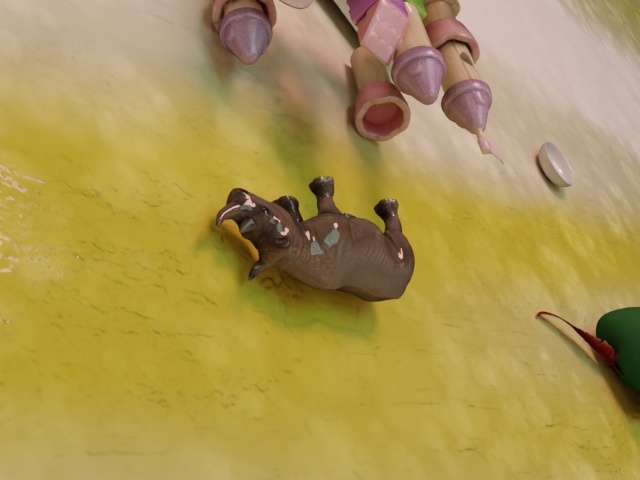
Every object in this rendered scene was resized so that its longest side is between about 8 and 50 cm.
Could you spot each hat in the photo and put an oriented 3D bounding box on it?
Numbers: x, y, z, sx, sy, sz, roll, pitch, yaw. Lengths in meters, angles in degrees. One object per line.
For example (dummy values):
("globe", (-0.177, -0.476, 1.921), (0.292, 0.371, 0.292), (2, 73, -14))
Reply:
("hat", (0.397, 0.138, 1.277), (0.173, 0.183, 0.209), (-66, 159, -46))

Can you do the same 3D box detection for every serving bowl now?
("serving bowl", (0.384, -0.121, 1.478), (0.083, 0.027, 0.083), (33, 40, -33))

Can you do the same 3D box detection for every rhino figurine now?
("rhino figurine", (0.000, 0.000, 0.810), (0.243, 0.073, 0.106), (12, 51, -47))

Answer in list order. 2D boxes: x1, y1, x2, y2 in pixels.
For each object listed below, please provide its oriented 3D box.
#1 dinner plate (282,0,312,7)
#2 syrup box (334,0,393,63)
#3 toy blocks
("dinner plate", (-0.054, -0.345, 1.088), (0.141, 0.017, 0.141), (32, 41, -33))
("syrup box", (0.054, -0.350, 1.147), (0.237, 0.096, 0.093), (53, 22, -12))
("toy blocks", (0.082, -0.240, 0.902), (0.288, 0.309, 0.260), (30, 35, -36))
